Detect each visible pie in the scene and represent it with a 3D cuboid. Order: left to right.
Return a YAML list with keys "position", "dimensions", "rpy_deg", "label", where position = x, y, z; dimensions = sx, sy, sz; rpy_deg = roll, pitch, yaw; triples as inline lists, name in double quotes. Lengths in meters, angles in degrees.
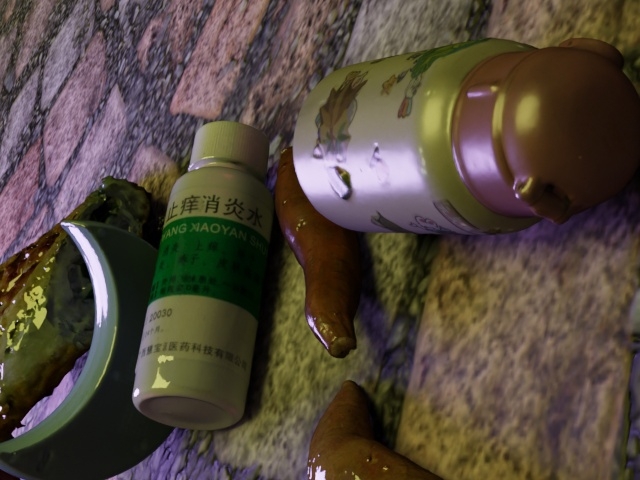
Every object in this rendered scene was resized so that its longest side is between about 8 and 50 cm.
- position: [-0.300, 0.071, 1.333]
  dimensions: [0.288, 0.103, 0.354]
  rpy_deg: [-28, 32, 50]
  label: "pie"

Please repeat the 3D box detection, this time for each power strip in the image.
- position: [-0.182, 0.094, 1.072]
  dimensions: [0.054, 0.167, 0.253]
  rpy_deg: [1, 67, 55]
  label: "power strip"

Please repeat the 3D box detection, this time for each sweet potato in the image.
- position: [0.001, -0.001, 0.931]
  dimensions: [0.057, 0.057, 0.264]
  rpy_deg: [-55, 29, 23]
  label: "sweet potato"
- position: [0.040, 0.154, 0.735]
  dimensions: [0.067, 0.059, 0.281]
  rpy_deg: [-56, 28, 2]
  label: "sweet potato"

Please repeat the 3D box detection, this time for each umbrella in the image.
- position: [-0.172, -0.006, 1.297]
  dimensions: [0.022, 0.022, 0.149]
  rpy_deg: [-33, -5, -47]
  label: "umbrella"

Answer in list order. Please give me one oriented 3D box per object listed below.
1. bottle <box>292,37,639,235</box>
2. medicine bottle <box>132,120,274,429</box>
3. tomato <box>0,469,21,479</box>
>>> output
- position: [0.089, -0.062, 0.749]
  dimensions: [0.253, 0.120, 0.120]
  rpy_deg: [2, 71, 61]
  label: "bottle"
- position: [-0.092, 0.025, 1.042]
  dimensions: [0.095, 0.095, 0.260]
  rpy_deg: [-33, 42, 48]
  label: "medicine bottle"
- position: [-0.377, 0.331, 1.342]
  dimensions: [0.225, 0.085, 0.225]
  rpy_deg: [-43, 32, 35]
  label: "tomato"
